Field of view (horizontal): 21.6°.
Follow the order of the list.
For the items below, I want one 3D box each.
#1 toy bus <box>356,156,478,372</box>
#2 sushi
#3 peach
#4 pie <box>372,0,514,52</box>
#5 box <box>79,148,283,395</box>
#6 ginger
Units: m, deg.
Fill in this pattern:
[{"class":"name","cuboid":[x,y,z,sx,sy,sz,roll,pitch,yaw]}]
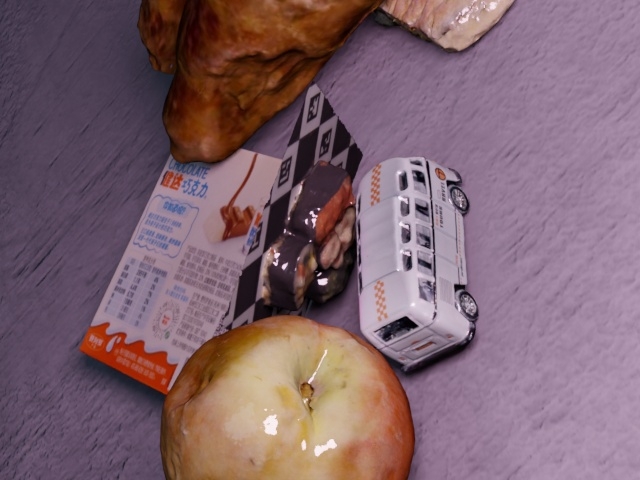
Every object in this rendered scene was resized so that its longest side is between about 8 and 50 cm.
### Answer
[{"class":"toy bus","cuboid":[0.078,0.011,1.473,0.087,0.089,0.194,-29,47,36]},{"class":"sushi","cuboid":[0.000,0.000,1.516,0.047,0.219,0.231,17,79,17]},{"class":"peach","cuboid":[-0.039,0.183,1.407,0.235,0.214,0.214,-62,32,34]},{"class":"pie","cuboid":[0.124,-0.277,1.625,0.185,0.052,0.218,-59,34,8]},{"class":"box","cuboid":[-0.116,0.032,1.722,0.273,0.048,0.265,19,83,54]},{"class":"ginger","cuboid":[-0.046,-0.279,1.660,0.418,0.176,0.254,-46,46,41]}]
